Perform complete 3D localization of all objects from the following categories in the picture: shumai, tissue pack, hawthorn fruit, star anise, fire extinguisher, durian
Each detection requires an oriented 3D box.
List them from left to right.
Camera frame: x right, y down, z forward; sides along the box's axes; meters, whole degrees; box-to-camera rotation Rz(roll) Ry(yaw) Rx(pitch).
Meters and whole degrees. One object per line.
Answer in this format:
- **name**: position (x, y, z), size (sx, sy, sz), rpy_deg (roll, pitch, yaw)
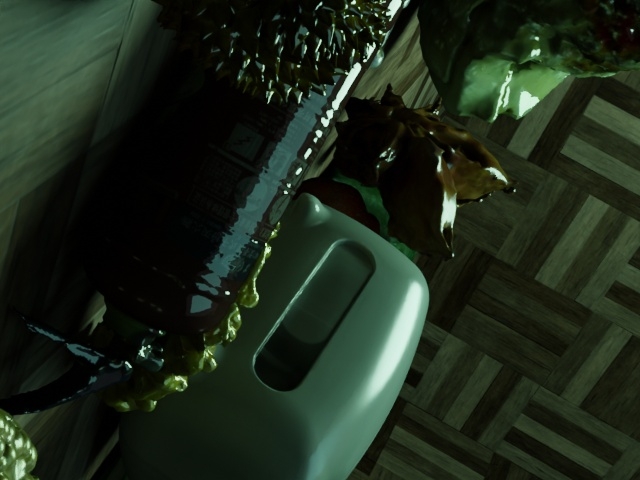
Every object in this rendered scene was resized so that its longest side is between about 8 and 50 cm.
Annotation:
- **fire extinguisher**: position (-0.083, -0.035, 0.661), size (0.138, 0.102, 0.344), rpy_deg (31, 90, -51)
- **tissue pack**: position (-0.037, 0.120, 1.045), size (0.333, 0.229, 0.236), rpy_deg (-54, 171, -39)
- **durian**: position (-0.017, -0.148, 0.503), size (0.168, 0.137, 0.158), rpy_deg (14, 86, -70)
- **hawthorn fruit**: position (0.000, 0.000, 1.260), size (0.138, 0.133, 0.133), rpy_deg (-35, 165, -19)
- **star anise**: position (0.104, -0.107, 1.318), size (0.346, 0.237, 0.148), rpy_deg (-122, -133, -57)
- **shumai**: position (0.283, -0.302, 1.353), size (0.348, 0.395, 0.395), rpy_deg (-40, -176, 28)

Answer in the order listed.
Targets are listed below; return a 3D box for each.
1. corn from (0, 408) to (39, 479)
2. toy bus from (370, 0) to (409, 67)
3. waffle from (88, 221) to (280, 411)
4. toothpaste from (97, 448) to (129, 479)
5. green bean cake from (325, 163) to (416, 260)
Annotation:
- **corn**: position (-0.180, 0.092, 0.470), size (0.086, 0.086, 0.288), rpy_deg (-58, 171, -23)
- **toy bus**: position (0.016, -0.172, 0.867), size (0.226, 0.074, 0.081), rpy_deg (-53, 172, -50)
- **waffle**: position (-0.106, 0.035, 0.778), size (0.149, 0.051, 0.194), rpy_deg (4, -115, 49)
- **toothpaste**: position (-0.184, 0.231, 1.157), size (0.099, 0.061, 0.392), rpy_deg (93, 23, -47)
- **green bean cake**: position (0.071, -0.013, 1.606), size (0.308, 0.169, 0.300), rpy_deg (-55, 172, -48)
